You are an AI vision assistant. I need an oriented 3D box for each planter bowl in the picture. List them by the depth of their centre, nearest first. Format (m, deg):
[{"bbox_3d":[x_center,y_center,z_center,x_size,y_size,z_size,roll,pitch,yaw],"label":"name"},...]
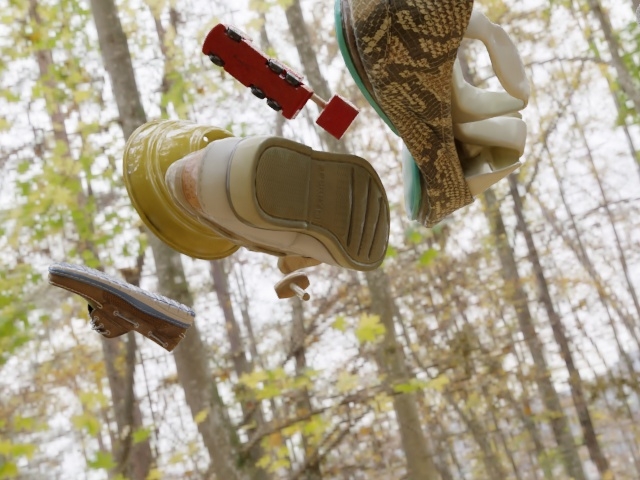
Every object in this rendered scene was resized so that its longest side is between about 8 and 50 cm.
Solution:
[{"bbox_3d":[-0.152,-0.089,1.264,0.217,0.217,0.090,1,-25,-47],"label":"planter bowl"}]

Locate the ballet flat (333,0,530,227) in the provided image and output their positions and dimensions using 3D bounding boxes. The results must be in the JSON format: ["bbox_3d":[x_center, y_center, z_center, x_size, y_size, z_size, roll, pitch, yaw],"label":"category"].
[{"bbox_3d":[0.152,-0.144,1.077,0.182,0.164,0.483,-8,-24,12],"label":"ballet flat"}]

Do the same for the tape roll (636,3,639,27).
[{"bbox_3d":[0.562,-0.337,1.310,0.219,0.072,0.219,-17,-23,-7],"label":"tape roll"}]

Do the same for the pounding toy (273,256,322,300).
[{"bbox_3d":[0.000,0.000,1.509,0.154,0.155,0.269,-26,-27,-19],"label":"pounding toy"}]

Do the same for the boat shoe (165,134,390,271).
[{"bbox_3d":[-0.027,-0.038,0.899,0.103,0.113,0.302,3,-11,29],"label":"boat shoe"}]

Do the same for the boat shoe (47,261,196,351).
[{"bbox_3d":[-0.239,0.081,1.091,0.183,0.066,0.066,25,-2,-21],"label":"boat shoe"}]

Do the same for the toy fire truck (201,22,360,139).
[{"bbox_3d":[-0.046,-0.196,1.146,0.047,0.192,0.135,-53,-2,16],"label":"toy fire truck"}]
